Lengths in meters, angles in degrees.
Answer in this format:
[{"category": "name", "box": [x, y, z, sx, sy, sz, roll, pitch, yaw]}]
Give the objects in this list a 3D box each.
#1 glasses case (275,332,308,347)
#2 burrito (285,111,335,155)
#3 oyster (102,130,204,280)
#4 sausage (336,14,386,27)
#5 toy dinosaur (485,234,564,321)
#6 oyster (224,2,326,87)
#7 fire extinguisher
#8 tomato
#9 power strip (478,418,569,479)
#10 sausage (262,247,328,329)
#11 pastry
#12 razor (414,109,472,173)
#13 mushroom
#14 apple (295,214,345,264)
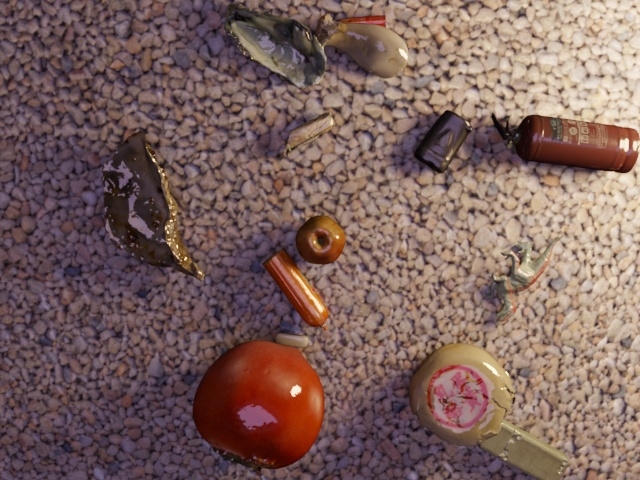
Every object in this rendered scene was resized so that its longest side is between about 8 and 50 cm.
[{"category": "glasses case", "box": [-0.074, 0.258, 1.854, 0.083, 0.021, 0.032, 8, 98, -1]}, {"category": "burrito", "box": [-0.032, -0.268, 1.774, 0.149, 0.041, 0.055, -30, 110, 4]}, {"category": "oyster", "box": [-0.435, -0.065, 1.786, 0.204, 0.111, 0.396, -14, 98, 20]}, {"category": "sausage", "box": [0.094, -0.528, 1.744, 0.129, 0.034, 0.034, -3, 98, 0]}, {"category": "toy dinosaur", "box": [0.524, 0.082, 1.815, 0.242, 0.053, 0.167, -29, 98, 3]}, {"category": "oyster", "box": [-0.110, -0.468, 1.726, 0.252, 0.087, 0.199, 4, 120, 18]}, {"category": "fire extinguisher", "box": [0.588, -0.246, 1.747, 0.337, 0.135, 0.114, 7, 139, -2]}, {"category": "tomato", "box": [-0.146, 0.396, 1.747, 0.321, 0.321, 0.322, 0, 98, 0]}, {"category": "power strip", "box": [0.506, 0.538, 1.875, 0.288, 0.053, 0.093, 30, 98, -3]}, {"category": "sausage", "box": [-0.052, 0.132, 1.814, 0.071, 0.071, 0.234, -35, 97, 4]}, {"category": "pastry", "box": [0.353, 0.387, 1.799, 0.264, 0.133, 0.265, 0, 89, 5]}, {"category": "razor", "box": [0.304, -0.246, 1.770, 0.090, 0.054, 0.148, 33, 96, -4]}, {"category": "mushroom", "box": [0.099, -0.471, 1.711, 0.225, 0.093, 0.116, 21, 121, -18]}, {"category": "apple", "box": [0.000, 0.003, 1.780, 0.126, 0.102, 0.126, 0, 98, 1]}]
